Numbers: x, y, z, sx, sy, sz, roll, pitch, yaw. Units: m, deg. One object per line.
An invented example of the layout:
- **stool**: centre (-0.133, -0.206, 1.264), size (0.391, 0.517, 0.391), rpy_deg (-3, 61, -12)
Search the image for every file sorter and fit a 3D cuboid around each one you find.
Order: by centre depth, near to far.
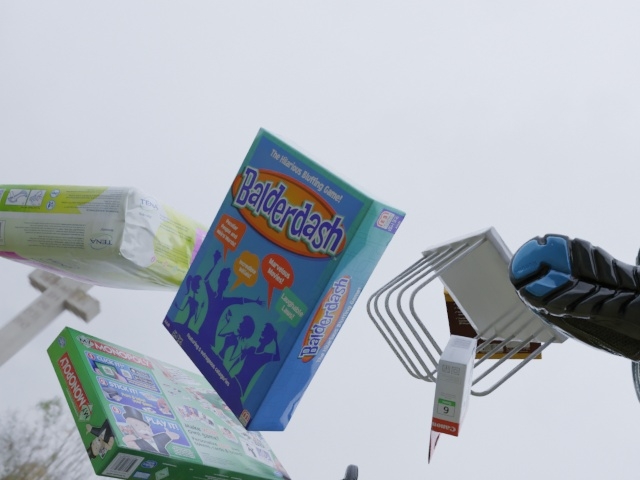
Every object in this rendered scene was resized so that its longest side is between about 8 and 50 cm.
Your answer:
- **file sorter**: centre (0.206, 0.119, 1.052), size (0.192, 0.173, 0.278), rpy_deg (55, -12, 0)

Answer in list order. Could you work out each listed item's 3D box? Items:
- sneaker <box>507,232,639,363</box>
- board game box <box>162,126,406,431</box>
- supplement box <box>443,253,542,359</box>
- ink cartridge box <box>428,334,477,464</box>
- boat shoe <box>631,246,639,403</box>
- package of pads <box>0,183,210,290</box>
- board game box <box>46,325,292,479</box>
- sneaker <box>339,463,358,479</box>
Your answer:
- **sneaker**: centre (0.398, 0.091, 0.792), size (0.341, 0.125, 0.139), rpy_deg (25, -13, 30)
- **board game box**: centre (-0.042, 0.028, 0.571), size (0.160, 0.047, 0.210), rpy_deg (37, -77, 42)
- **supplement box**: centre (0.374, 0.144, 1.443), size (0.191, 0.129, 0.194), rpy_deg (-3, -54, 17)
- **ink cartridge box**: centre (0.130, 0.158, 0.654), size (0.029, 0.063, 0.115), rpy_deg (9, -73, 20)
- **boat shoe**: centre (0.557, 0.137, 1.103), size (0.099, 0.319, 0.116), rpy_deg (36, -32, -27)
- **package of pads**: centre (-0.282, 0.008, 0.942), size (0.229, 0.101, 0.296), rpy_deg (2, -13, 18)
- **board game box**: centre (-0.191, 0.239, 0.885), size (0.317, 0.046, 0.213), rpy_deg (35, 5, -47)
- **sneaker**: centre (0.011, 0.467, 1.182), size (0.089, 0.170, 0.051), rpy_deg (13, -44, 4)
